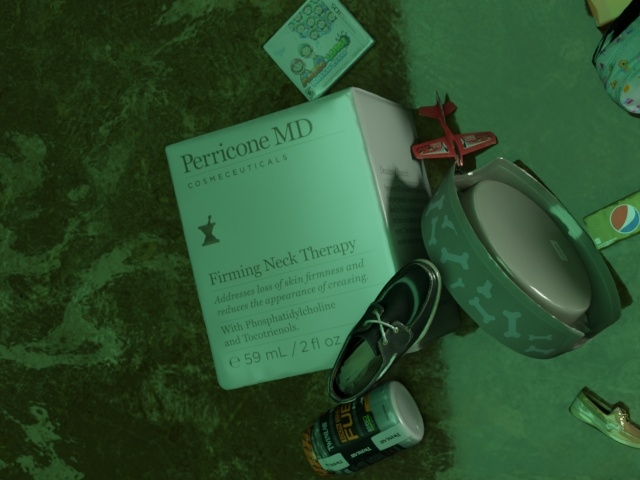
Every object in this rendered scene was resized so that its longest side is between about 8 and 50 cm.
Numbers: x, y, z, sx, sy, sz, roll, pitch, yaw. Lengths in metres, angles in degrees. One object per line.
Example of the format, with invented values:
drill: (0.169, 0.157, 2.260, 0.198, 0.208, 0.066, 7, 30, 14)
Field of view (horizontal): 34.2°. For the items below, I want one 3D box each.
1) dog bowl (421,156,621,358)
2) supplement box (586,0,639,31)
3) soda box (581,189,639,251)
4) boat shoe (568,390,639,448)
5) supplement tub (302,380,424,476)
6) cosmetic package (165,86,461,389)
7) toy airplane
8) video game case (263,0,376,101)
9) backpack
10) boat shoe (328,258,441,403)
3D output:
dog bowl: (0.296, 0.027, 1.573, 0.102, 0.349, 0.348, -43, 77, 31)
supplement box: (0.526, -0.403, 1.595, 0.233, 0.080, 0.078, -21, 85, 22)
soda box: (0.507, -0.049, 1.628, 0.181, 0.058, 0.061, -28, 83, 19)
boat shoe: (0.466, 0.286, 1.664, 0.135, 0.050, 0.045, 27, 107, 18)
supplement tub: (0.071, 0.327, 1.781, 0.190, 0.117, 0.117, -30, 82, 19)
cosmetic package: (0.000, 0.000, 1.680, 0.329, 0.327, 0.393, -15, 87, 20)
toy airplane: (0.210, -0.177, 1.725, 0.151, 0.028, 0.151, 4, 71, -11)
video game case: (-0.003, -0.344, 1.829, 0.157, 0.019, 0.143, -44, 77, 17)
backpack: (0.502, -0.283, 1.569, 0.182, 0.152, 0.115, -43, 40, 32)
boat shoe: (0.088, 0.129, 1.440, 0.084, 0.079, 0.233, 38, 103, 16)
